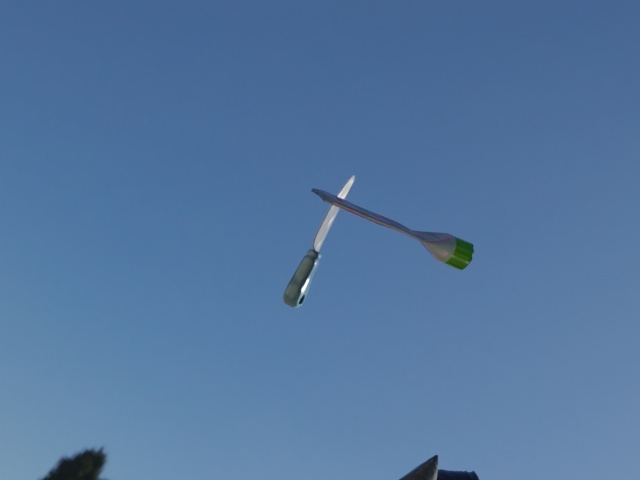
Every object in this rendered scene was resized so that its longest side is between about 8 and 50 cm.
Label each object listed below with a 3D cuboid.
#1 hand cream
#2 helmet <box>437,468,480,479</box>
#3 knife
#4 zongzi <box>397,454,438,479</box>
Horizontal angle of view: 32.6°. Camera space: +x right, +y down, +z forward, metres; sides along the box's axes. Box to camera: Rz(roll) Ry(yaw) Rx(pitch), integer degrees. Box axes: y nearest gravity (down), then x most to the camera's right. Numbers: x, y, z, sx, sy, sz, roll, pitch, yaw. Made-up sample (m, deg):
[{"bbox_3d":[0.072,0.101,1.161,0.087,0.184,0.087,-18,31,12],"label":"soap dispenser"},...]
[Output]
[{"bbox_3d":[0.114,-0.023,1.723,0.275,0.050,0.079,23,-20,-20],"label":"hand cream"},{"bbox_3d":[0.206,0.577,2.086,0.177,0.305,0.225,14,-11,1],"label":"helmet"},{"bbox_3d":[-0.001,0.000,1.823,0.032,0.244,0.058,27,6,21],"label":"knife"},{"bbox_3d":[0.027,0.409,1.506,0.260,0.289,0.123,-6,-53,14],"label":"zongzi"}]
